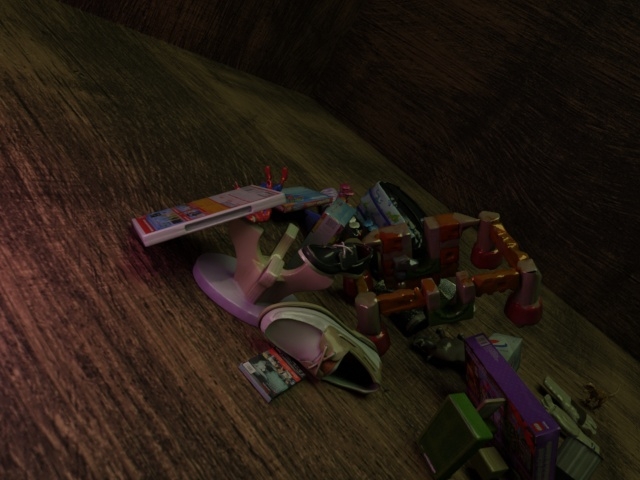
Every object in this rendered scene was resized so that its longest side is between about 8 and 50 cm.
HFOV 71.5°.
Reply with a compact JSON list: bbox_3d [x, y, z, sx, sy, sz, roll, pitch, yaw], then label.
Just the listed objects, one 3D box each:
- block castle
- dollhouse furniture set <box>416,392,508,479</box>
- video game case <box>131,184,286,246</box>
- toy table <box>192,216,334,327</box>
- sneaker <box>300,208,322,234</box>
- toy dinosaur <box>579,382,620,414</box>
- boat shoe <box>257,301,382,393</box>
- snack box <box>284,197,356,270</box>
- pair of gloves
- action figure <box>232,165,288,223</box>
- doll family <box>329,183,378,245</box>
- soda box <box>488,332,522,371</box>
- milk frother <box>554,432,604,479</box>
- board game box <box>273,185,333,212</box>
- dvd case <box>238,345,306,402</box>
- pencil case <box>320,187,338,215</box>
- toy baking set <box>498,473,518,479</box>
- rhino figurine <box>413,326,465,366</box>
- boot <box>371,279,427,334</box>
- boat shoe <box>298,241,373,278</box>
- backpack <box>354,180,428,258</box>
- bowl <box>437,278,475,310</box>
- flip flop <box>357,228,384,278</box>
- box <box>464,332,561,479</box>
[{"bbox_3d":[0.286,0.113,1.133,0.452,0.213,0.303,-12,36,0],"label":"block castle"},{"bbox_3d":[0.351,0.450,0.819,0.197,0.151,0.302,7,33,-29],"label":"dollhouse furniture set"},{"bbox_3d":[-0.239,-0.061,0.936,0.285,0.025,0.204,-20,20,-23],"label":"video game case"},{"bbox_3d":[-0.120,0.069,0.963,0.274,0.161,0.252,28,24,-17],"label":"toy table"},{"bbox_3d":[-0.017,-0.041,1.435,0.081,0.091,0.232,20,5,-26],"label":"sneaker"},{"bbox_3d":[0.998,0.556,1.578,0.211,0.112,0.064,20,26,-32],"label":"toy dinosaur"},{"bbox_3d":[0.012,0.219,0.899,0.302,0.113,0.103,27,23,-26],"label":"boat shoe"},{"bbox_3d":[0.000,0.000,1.196,0.070,0.207,0.174,35,22,2],"label":"snack box"},{"bbox_3d":[0.766,0.545,1.382,0.204,0.042,0.240,45,27,15],"label":"pair of gloves"},{"bbox_3d":[-0.172,-0.156,1.308,0.091,0.139,0.280,4,43,11],"label":"action figure"},{"bbox_3d":[0.074,-0.049,1.455,0.118,0.163,0.263,-16,57,-20],"label":"doll family"},{"bbox_3d":[0.525,0.353,1.311,0.091,0.098,0.286,7,6,32],"label":"soda box"},{"bbox_3d":[0.538,0.504,1.029,0.143,0.135,0.129,39,-8,4],"label":"milk frother"},{"bbox_3d":[-0.090,-0.142,1.493,0.145,0.027,0.281,21,21,28],"label":"board game box"},{"bbox_3d":[-0.088,0.248,0.841,0.087,0.013,0.119,43,23,19],"label":"dvd case"},{"bbox_3d":[0.036,-0.123,1.657,0.206,0.088,0.086,-95,170,-62],"label":"pencil case"},{"bbox_3d":[0.458,0.591,0.895,0.256,0.030,0.197,35,20,1],"label":"toy baking set"},{"bbox_3d":[0.349,0.302,1.253,0.243,0.073,0.106,16,26,-33],"label":"rhino figurine"},{"bbox_3d":[0.270,0.185,1.361,0.178,0.085,0.236,42,24,24],"label":"boot"},{"bbox_3d":[0.037,0.030,0.956,0.233,0.079,0.084,10,36,-55],"label":"boat shoe"},{"bbox_3d":[0.294,-0.069,1.721,0.290,0.273,0.356,-1,63,-51],"label":"backpack"},{"bbox_3d":[0.442,0.212,1.543,0.170,0.080,0.170,29,23,-14],"label":"bowl"},{"bbox_3d":[0.197,0.073,1.475,0.080,0.112,0.277,-26,62,-35],"label":"flip flop"},{"bbox_3d":[0.425,0.384,1.020,0.057,0.201,0.293,-16,29,-4],"label":"box"}]
